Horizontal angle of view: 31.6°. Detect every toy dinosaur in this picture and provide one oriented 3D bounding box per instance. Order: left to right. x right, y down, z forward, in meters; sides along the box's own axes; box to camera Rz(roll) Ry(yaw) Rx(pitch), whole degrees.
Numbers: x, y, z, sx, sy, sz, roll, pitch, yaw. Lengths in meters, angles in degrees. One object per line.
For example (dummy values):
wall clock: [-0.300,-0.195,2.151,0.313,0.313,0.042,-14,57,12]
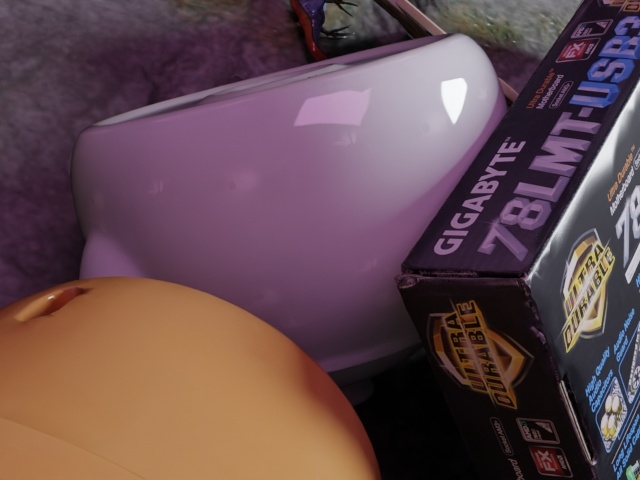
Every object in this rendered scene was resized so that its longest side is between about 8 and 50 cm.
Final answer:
toy dinosaur: [-0.006,-0.165,0.847,0.090,0.047,0.082,4,56,24]

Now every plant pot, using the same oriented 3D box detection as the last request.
plant pot: [-0.097,0.147,0.431,0.291,0.291,0.203,28,34,1]

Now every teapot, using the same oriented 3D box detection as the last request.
teapot: [0.000,0.000,0.619,0.256,0.187,0.252,-12,11,15]

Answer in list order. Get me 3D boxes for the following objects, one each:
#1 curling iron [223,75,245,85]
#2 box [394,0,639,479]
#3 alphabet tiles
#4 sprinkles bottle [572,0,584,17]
curling iron: [0.038,-0.024,0.746,0.274,0.035,0.068,43,52,12]
box: [0.174,0.038,0.611,0.073,0.293,0.295,-1,39,37]
alphabet tiles: [0.100,-0.117,0.771,0.237,0.009,0.198,42,9,13]
sprinkles bottle: [0.357,-0.091,0.863,0.355,0.121,0.121,24,50,-4]
